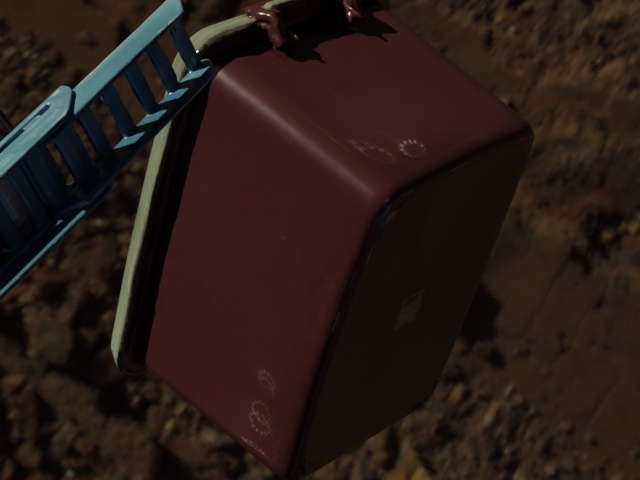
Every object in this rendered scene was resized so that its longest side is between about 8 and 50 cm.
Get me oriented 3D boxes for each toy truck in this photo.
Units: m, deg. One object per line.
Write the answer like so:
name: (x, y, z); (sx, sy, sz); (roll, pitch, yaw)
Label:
toy truck: (-0.099, -0.027, 0.518); (0.074, 0.136, 0.063); (8, 136, 41)

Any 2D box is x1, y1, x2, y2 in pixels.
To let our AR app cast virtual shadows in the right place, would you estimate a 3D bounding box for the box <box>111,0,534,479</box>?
box: (0.000, 0.000, 1.060); (0.167, 0.193, 0.294); (40, 133, 27)
